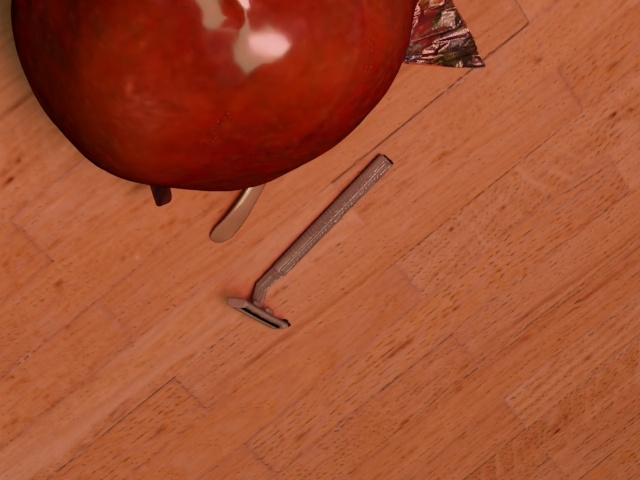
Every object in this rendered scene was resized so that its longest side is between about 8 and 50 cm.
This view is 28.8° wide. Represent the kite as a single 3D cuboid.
[{"bbox_3d":[0.084,-0.234,1.158,0.189,0.009,0.232,-37,124,1],"label":"kite"}]

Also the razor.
[{"bbox_3d":[-0.004,-0.005,1.237,0.211,0.036,0.084,-51,146,2],"label":"razor"}]

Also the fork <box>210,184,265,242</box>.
[{"bbox_3d":[-0.040,-0.084,1.185,0.034,0.028,0.219,23,111,-38],"label":"fork"}]

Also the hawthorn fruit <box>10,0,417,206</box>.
[{"bbox_3d":[-0.090,-0.186,0.968,0.308,0.324,0.308,10,74,-39],"label":"hawthorn fruit"}]
